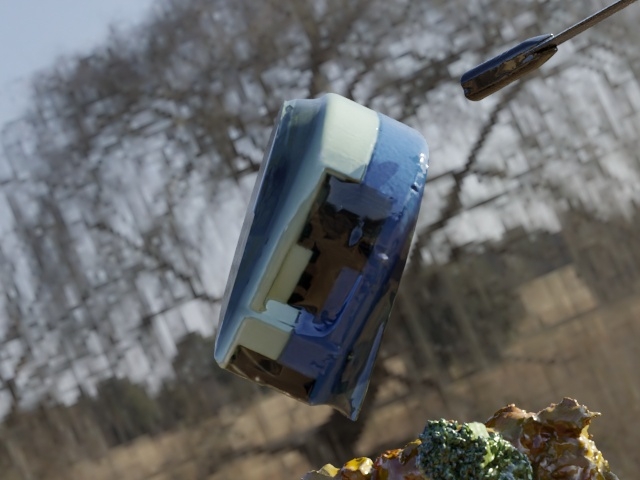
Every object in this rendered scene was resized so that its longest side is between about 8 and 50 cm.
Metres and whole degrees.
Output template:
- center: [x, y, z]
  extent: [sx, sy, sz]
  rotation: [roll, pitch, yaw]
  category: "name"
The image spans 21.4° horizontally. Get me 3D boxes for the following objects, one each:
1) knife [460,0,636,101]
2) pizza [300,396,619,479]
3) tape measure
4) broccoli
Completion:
- center: [0.203, -0.170, 1.403]
  extent: [0.230, 0.028, 0.060]
  rotation: [-27, 0, 38]
  category: "knife"
- center: [0.129, 0.215, 1.260]
  extent: [0.335, 0.226, 0.086]
  rotation: [25, -1, 36]
  category: "pizza"
- center: [-0.002, 0.002, 1.534]
  extent: [0.138, 0.262, 0.259]
  rotation: [16, 12, -6]
  category: "tape measure"
- center: [0.106, 0.163, 1.175]
  extent: [0.097, 0.092, 0.095]
  rotation: [3, -56, -15]
  category: "broccoli"
